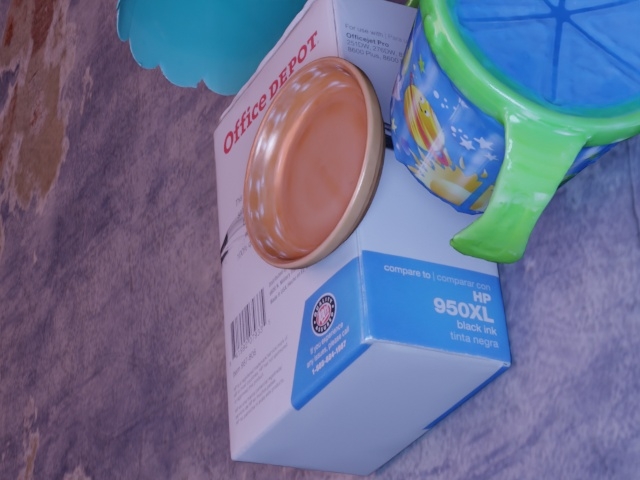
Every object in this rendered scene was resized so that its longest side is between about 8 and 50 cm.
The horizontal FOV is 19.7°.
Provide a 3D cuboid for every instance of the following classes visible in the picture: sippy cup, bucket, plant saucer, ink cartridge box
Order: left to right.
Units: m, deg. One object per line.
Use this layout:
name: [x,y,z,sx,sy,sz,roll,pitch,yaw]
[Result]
bucket: [-0.101,-0.316,2.123,0.281,0.281,0.183,-46,35,51]
plant saucer: [-0.002,-0.068,1.681,0.200,0.037,0.200,-28,55,48]
ink cartridge box: [0.028,-0.005,1.825,0.285,0.166,0.395,-45,42,49]
sippy cup: [0.165,-0.138,1.540,0.240,0.305,0.224,47,149,10]

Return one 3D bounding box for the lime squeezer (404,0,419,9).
lime squeezer: [0.038,-0.172,2.030,0.110,0.059,0.310,-58,10,-31]
